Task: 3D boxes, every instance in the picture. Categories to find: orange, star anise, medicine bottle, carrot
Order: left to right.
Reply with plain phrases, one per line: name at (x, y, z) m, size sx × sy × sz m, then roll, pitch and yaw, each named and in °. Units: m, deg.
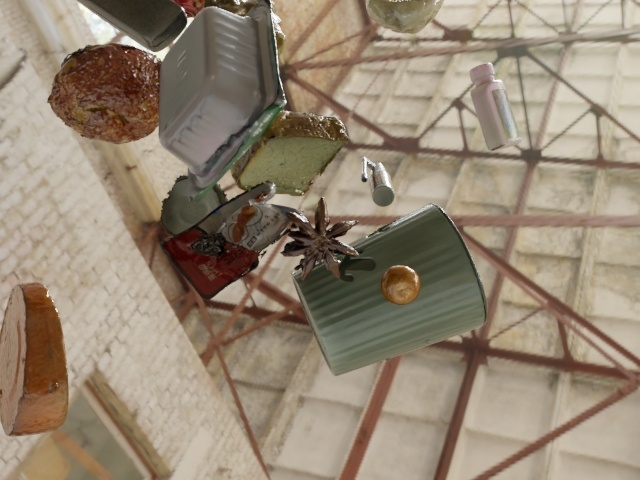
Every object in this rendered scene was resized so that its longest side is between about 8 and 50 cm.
carrot at (-0.577, 0.229, 1.495) m, size 0.100 × 0.258 × 0.307 m, roll 0°, pitch -115°, yaw -36°
star anise at (-0.001, 0.000, 1.436) m, size 0.168 × 0.167 × 0.057 m, roll -19°, pitch -160°, yaw 3°
medicine bottle at (0.149, -0.166, 2.045) m, size 0.061 × 0.092 × 0.220 m, roll -53°, pitch -166°, yaw 20°
orange at (0.163, 0.090, 1.535) m, size 0.083 × 0.083 × 0.070 m, roll -16°, pitch -158°, yaw 7°
medicine bottle at (0.441, -0.341, 1.933) m, size 0.078 × 0.219 × 0.115 m, roll -19°, pitch 177°, yaw 42°

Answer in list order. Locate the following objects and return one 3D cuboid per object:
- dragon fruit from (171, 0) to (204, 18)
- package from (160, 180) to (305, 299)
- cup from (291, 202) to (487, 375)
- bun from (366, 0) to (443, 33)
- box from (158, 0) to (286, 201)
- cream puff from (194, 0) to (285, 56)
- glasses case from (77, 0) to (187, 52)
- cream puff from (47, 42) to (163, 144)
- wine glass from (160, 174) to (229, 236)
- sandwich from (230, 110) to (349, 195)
dragon fruit at (-0.342, -0.741, 2.086) m, size 0.205 × 0.268 × 0.210 m, roll 26°, pitch -123°, yaw 16°
package at (-0.168, -0.011, 1.515) m, size 0.269 × 0.071 × 0.194 m, roll -41°, pitch -134°, yaw -11°
cup at (0.157, 0.123, 1.790) m, size 0.392 × 0.310 × 0.401 m, roll -22°, pitch 175°, yaw -5°
bun at (0.193, -0.511, 1.667) m, size 0.183 × 0.102 × 0.183 m, roll -10°, pitch -142°, yaw 7°
box at (-0.186, -0.258, 1.256) m, size 0.264 × 0.106 × 0.336 m, roll -41°, pitch -139°, yaw 31°
cream puff at (-0.209, -0.498, 1.852) m, size 0.244 × 0.196 × 0.244 m, roll 7°, pitch -130°, yaw -9°
glasses case at (-0.484, -0.592, 1.890) m, size 0.323 × 0.074 × 0.131 m, roll 36°, pitch -106°, yaw 20°
cream puff at (-0.411, -0.280, 1.489) m, size 0.240 × 0.240 × 0.163 m, roll -9°, pitch -109°, yaw 16°
wine glass at (-0.309, -0.022, 1.979) m, size 0.191 × 0.357 × 0.190 m, roll 0°, pitch -113°, yaw 1°
sandwich at (-0.084, -0.204, 1.782) m, size 0.226 × 0.251 × 0.087 m, roll -2°, pitch -118°, yaw -27°
